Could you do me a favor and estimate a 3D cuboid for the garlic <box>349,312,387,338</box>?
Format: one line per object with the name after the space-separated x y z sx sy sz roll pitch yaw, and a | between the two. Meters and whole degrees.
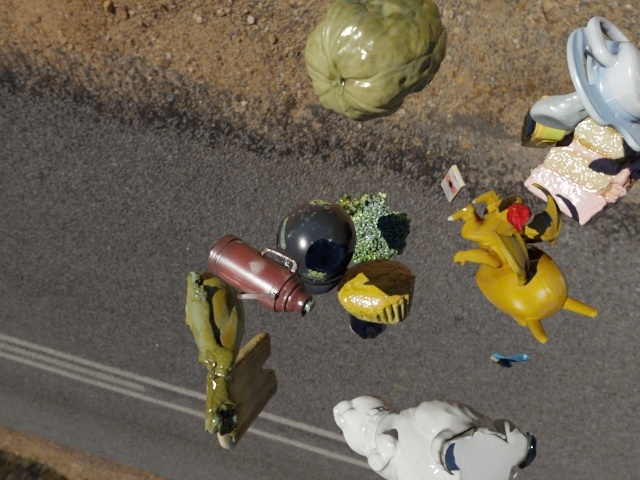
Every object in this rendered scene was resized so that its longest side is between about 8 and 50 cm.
0.184 0.312 1.564 0.147 0.102 0.159 -30 113 3 | garlic

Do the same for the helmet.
0.000 0.000 1.154 0.230 0.279 0.160 14 152 -15 | helmet

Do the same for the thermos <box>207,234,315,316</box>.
-0.109 0.075 0.826 0.232 0.099 0.124 27 102 21 | thermos

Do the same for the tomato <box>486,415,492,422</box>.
0.425 0.621 1.232 0.236 0.095 0.237 -13 142 -10 | tomato

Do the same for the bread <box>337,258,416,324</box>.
0.169 0.151 1.236 0.240 0.240 0.139 0 126 22 | bread

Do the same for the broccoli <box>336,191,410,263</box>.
0.194 -0.048 1.702 0.324 0.272 0.334 -38 112 2 | broccoli

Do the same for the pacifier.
0.510 -0.274 0.777 0.279 0.227 0.207 18 156 -27 | pacifier

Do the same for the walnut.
0.113 -0.409 0.897 0.253 0.277 0.282 48 164 -17 | walnut

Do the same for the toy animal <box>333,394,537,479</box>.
0.187 0.390 0.800 0.257 0.194 0.357 3 174 -26 | toy animal

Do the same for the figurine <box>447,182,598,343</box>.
0.527 0.055 1.113 0.268 0.401 0.387 -28 92 38 | figurine

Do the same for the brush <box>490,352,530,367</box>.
0.478 0.298 1.028 0.051 0.014 0.164 37 163 9 | brush

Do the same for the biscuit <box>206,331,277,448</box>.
-0.225 0.437 1.225 0.062 0.290 0.237 2 111 26 | biscuit

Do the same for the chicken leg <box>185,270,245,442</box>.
-0.264 0.291 1.047 0.152 0.429 0.201 -2 162 -16 | chicken leg

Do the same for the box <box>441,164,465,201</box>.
0.264 -0.112 0.817 0.012 0.046 0.083 -18 165 -3 | box

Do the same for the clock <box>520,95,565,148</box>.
0.754 -0.394 1.380 0.096 0.202 0.143 11 94 10 | clock

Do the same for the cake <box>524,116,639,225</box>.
0.948 -0.232 1.461 0.293 0.314 0.307 49 115 28 | cake
